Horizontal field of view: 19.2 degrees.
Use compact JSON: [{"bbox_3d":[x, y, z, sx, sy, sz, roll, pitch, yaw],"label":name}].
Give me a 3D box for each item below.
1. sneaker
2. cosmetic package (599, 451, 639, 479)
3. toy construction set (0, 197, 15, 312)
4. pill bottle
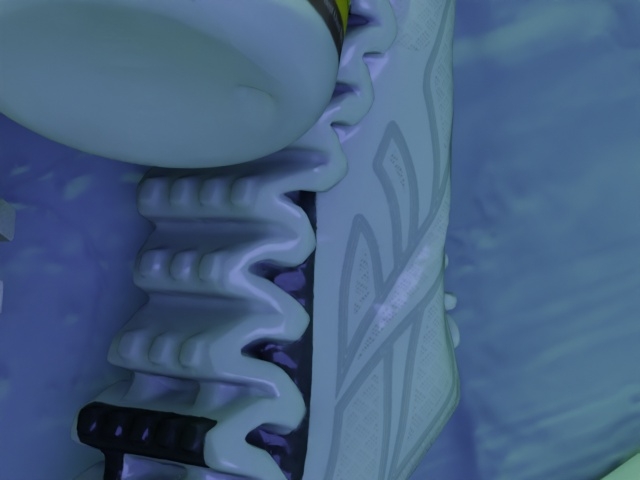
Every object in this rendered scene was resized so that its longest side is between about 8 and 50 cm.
[{"bbox_3d":[0.000,0.000,0.648,0.118,0.110,0.292,17,87,-38],"label":"sneaker"},{"bbox_3d":[0.303,0.186,0.722,0.284,0.097,0.377,-34,102,-4],"label":"cosmetic package"},{"bbox_3d":[-0.211,0.105,0.551,0.151,0.215,0.328,46,46,-49],"label":"toy construction set"},{"bbox_3d":[-0.038,-0.139,0.575,0.117,0.117,0.215,16,64,-12],"label":"pill bottle"}]
